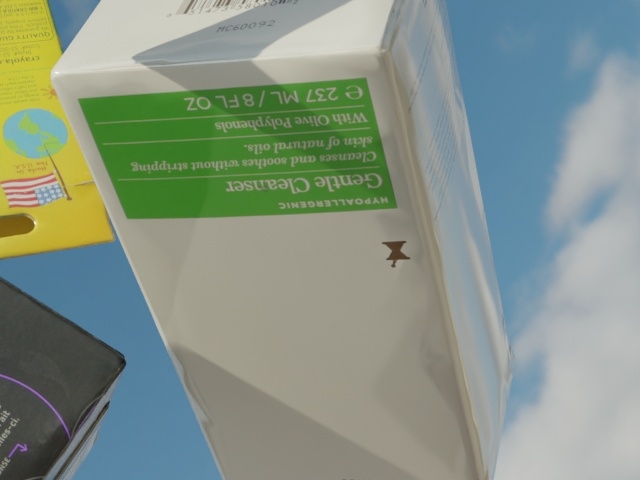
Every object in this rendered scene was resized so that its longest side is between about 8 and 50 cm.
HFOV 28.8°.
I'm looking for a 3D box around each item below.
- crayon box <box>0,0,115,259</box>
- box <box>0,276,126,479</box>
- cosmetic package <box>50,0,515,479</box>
[{"bbox_3d":[-0.298,-0.091,0.998,0.202,0.318,0.081,-9,-34,-19],"label":"crayon box"},{"bbox_3d":[-0.271,0.081,0.697,0.165,0.270,0.143,-57,-1,-33],"label":"box"},{"bbox_3d":[0.000,0.000,0.793,0.197,0.155,0.365,-3,-51,19],"label":"cosmetic package"}]
